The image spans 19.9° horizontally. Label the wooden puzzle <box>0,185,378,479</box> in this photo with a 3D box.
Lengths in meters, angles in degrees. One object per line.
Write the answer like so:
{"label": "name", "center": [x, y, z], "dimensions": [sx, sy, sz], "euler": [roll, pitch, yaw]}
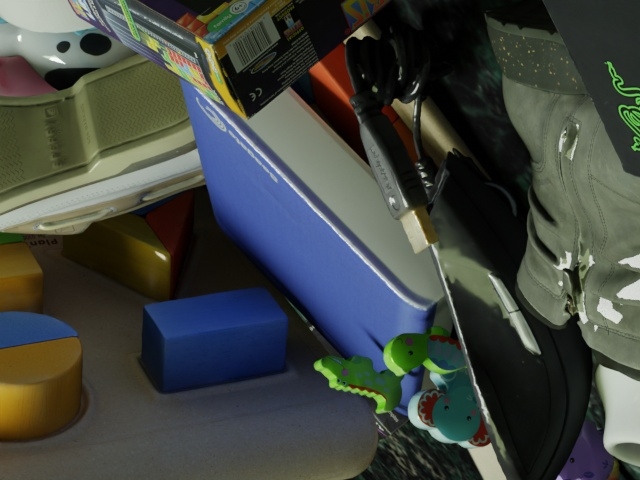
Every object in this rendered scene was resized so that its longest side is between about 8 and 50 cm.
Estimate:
{"label": "wooden puzzle", "center": [-0.165, 0.057, 1.310], "dimensions": [0.348, 0.322, 0.080], "euler": [-126, 36, -47]}

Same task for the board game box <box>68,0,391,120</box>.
{"label": "board game box", "center": [-0.019, -0.145, 0.831], "dimensions": [0.141, 0.170, 0.048], "euler": [34, 158, 44]}

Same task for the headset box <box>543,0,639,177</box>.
{"label": "headset box", "center": [0.156, -0.128, 0.503], "dimensions": [0.246, 0.131, 0.283], "euler": [23, 148, 57]}

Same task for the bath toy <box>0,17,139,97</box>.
{"label": "bath toy", "center": [-0.210, -0.125, 1.409], "dimensions": [0.151, 0.129, 0.348], "euler": [45, 162, 17]}

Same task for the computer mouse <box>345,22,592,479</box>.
{"label": "computer mouse", "center": [0.084, 0.006, 0.909], "dimensions": [0.184, 0.060, 0.262], "euler": [-12, -95, -77]}

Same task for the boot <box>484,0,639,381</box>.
{"label": "boot", "center": [0.154, -0.010, 0.760], "dimensions": [0.246, 0.083, 0.161], "euler": [-146, 42, -62]}

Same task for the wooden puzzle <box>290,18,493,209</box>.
{"label": "wooden puzzle", "center": [0.009, -0.076, 1.111], "dimensions": [0.238, 0.044, 0.221], "euler": [56, 162, -18]}

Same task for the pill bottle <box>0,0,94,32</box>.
{"label": "pill bottle", "center": [-0.169, -0.257, 0.972], "dimensions": [0.169, 0.169, 0.301], "euler": [38, 159, 33]}

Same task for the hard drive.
{"label": "hard drive", "center": [0.000, 0.000, 1.175], "dimensions": [0.210, 0.040, 0.318], "euler": [46, 169, 12]}

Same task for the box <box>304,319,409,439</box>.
{"label": "box", "center": [0.012, 0.121, 1.529], "dimensions": [0.116, 0.029, 0.162], "euler": [50, 161, 2]}

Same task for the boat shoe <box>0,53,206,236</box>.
{"label": "boat shoe", "center": [-0.199, -0.047, 1.305], "dimensions": [0.103, 0.302, 0.113], "euler": [60, -159, -58]}

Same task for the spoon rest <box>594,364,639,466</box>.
{"label": "spoon rest", "center": [0.185, 0.059, 0.858], "dimensions": [0.276, 0.084, 0.137], "euler": [97, 168, -69]}

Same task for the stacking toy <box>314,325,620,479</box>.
{"label": "stacking toy", "center": [0.113, 0.116, 1.094], "dimensions": [0.221, 0.052, 0.167], "euler": [23, 165, -10]}
